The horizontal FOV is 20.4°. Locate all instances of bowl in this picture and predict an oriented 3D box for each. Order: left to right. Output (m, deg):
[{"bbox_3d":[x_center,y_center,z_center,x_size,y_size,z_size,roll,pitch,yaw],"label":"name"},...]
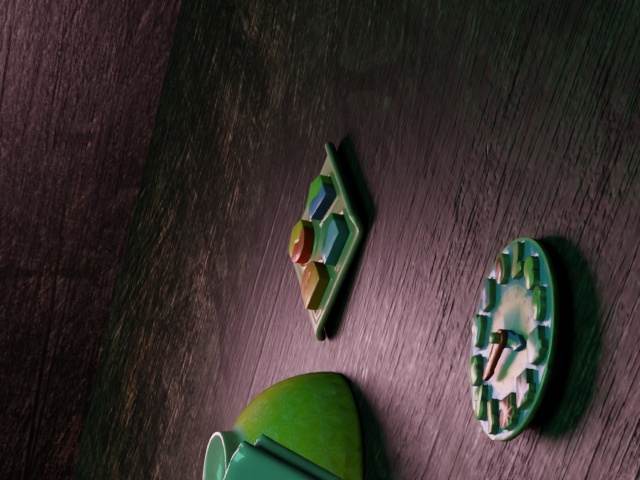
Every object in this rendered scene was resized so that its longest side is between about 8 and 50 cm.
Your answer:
[{"bbox_3d":[-0.064,0.309,2.310,0.289,0.156,0.289,-175,90,-72],"label":"bowl"}]

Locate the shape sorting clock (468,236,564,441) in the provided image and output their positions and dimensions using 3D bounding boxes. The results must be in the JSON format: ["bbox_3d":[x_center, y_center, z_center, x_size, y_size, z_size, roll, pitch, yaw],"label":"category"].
[{"bbox_3d":[0.189,0.098,1.780,0.206,0.040,0.206,-174,90,-72],"label":"shape sorting clock"}]

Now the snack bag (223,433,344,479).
[{"bbox_3d":[0.011,0.391,1.808,0.342,0.323,0.037,-66,-7,33],"label":"snack bag"}]

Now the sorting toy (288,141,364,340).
[{"bbox_3d":[0.000,0.000,2.396,0.193,0.038,0.208,-108,29,-51],"label":"sorting toy"}]
